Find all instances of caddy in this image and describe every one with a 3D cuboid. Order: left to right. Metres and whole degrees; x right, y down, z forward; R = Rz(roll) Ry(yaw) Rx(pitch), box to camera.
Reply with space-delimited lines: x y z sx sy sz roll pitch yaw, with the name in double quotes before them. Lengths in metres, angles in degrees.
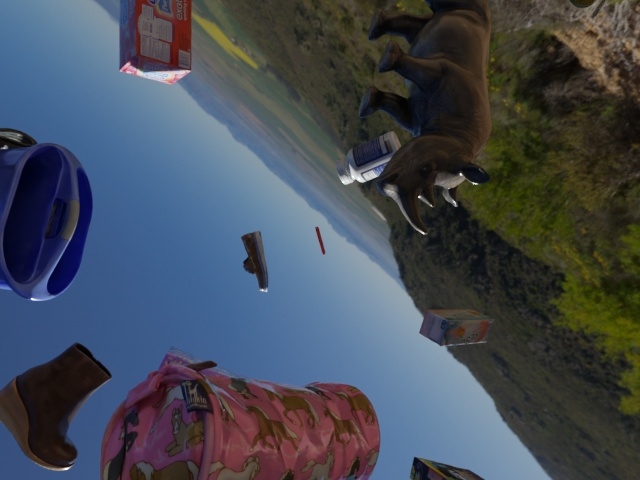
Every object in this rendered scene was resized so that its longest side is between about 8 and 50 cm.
"caddy" -0.608 -0.043 0.857 0.241 0.179 0.341 85 -174 -70

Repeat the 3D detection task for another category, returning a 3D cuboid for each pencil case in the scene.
"pencil case" -0.063 0.258 0.518 0.160 0.167 0.386 11 166 38

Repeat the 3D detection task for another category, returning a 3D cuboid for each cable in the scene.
"cable" -0.708 -0.197 0.808 0.139 0.072 0.287 39 -172 -16

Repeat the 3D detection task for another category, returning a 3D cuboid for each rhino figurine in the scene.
"rhino figurine" 0.092 -0.119 0.329 0.106 0.243 0.073 12 159 -11

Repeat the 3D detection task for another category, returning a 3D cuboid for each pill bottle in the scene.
"pill bottle" 0.092 -0.149 0.749 0.067 0.120 0.067 49 -150 -42

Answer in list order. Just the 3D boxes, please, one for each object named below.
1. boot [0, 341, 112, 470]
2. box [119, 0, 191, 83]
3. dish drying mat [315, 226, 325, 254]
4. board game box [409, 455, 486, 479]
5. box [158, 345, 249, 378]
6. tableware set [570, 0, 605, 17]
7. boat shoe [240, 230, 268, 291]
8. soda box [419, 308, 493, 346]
"boot" -0.561 0.374 0.895 0.248 0.207 0.090 62 166 -22
"box" -0.382 -0.516 0.925 0.128 0.257 0.122 -1 -178 -43
"dish drying mat" 0.000 0.000 1.167 0.032 0.008 0.083 -28 -77 -79
"board game box" 0.278 0.484 0.776 0.141 0.048 0.170 19 167 -14
"box" -0.357 0.427 1.279 0.293 0.057 0.201 27 165 -11
"tableware set" 0.369 -0.406 0.574 0.154 0.104 0.024 28 -160 -12
"boat shoe" -0.194 0.065 1.181 0.066 0.066 0.183 -137 38 -81
"soda box" 0.302 0.189 0.882 0.183 0.058 0.063 7 -169 -38
